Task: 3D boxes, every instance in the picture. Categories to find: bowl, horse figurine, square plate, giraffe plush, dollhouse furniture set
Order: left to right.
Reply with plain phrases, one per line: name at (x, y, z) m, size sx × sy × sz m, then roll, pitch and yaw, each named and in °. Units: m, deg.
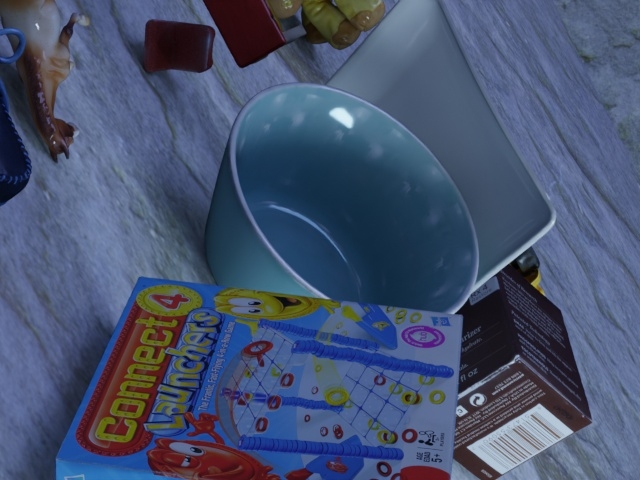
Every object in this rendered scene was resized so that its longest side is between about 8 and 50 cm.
horse figurine at (-0.277, -0.231, 1.620) m, size 0.174 × 0.066 × 0.263 m, roll -72°, pitch 159°, yaw -60°
dollhouse furniture set at (-0.206, -0.345, 1.864) m, size 0.374 × 0.201 × 0.152 m, roll 62°, pitch 21°, yaw -1°
giraffe plush at (-0.030, -0.379, 2.347) m, size 0.170 × 0.181 × 0.210 m, roll -8°, pitch 74°, yaw -43°
bowl at (0.000, 0.000, 1.754) m, size 0.311 × 0.163 × 0.311 m, roll 21°, pitch 46°, yaw -23°
square plate at (0.104, -0.069, 1.900) m, size 0.049 × 0.347 × 0.344 m, roll -1°, pitch 57°, yaw -42°

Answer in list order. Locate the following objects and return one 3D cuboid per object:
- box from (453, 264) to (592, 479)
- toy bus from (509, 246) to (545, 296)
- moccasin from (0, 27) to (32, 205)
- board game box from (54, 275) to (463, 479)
box at (0.207, 0.155, 2.023) m, size 0.167 × 0.168 × 0.203 m, roll 39°, pitch 26°, yaw -34°
toy bus at (0.224, 0.022, 2.313) m, size 0.220 × 0.149 × 0.211 m, roll 62°, pitch 9°, yaw 23°
moccasin at (-0.353, -0.189, 1.420) m, size 0.342 × 0.117 × 0.138 m, roll 55°, pitch 22°, yaw -1°
board game box at (-0.039, 0.153, 1.371) m, size 0.308 × 0.302 × 0.086 m, roll -77°, pitch 173°, yaw -63°
